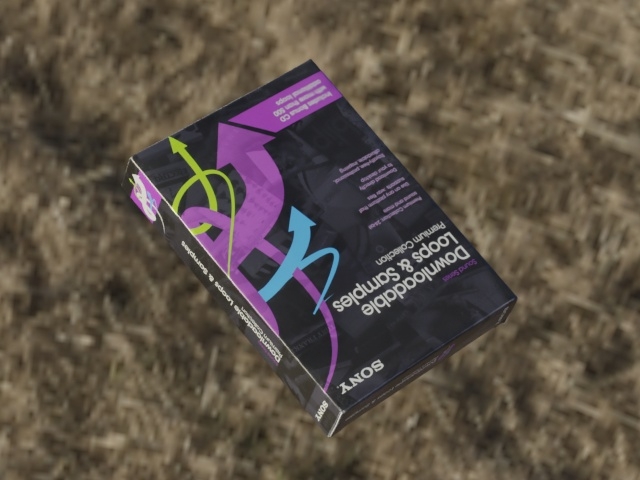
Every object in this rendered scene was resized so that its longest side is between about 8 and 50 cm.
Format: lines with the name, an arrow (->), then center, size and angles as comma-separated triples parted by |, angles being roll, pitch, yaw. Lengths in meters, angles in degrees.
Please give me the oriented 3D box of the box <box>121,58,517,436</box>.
box -> 0.000, 0.000, 0.936 | 0.116, 0.029, 0.162 | -32, 73, -29
